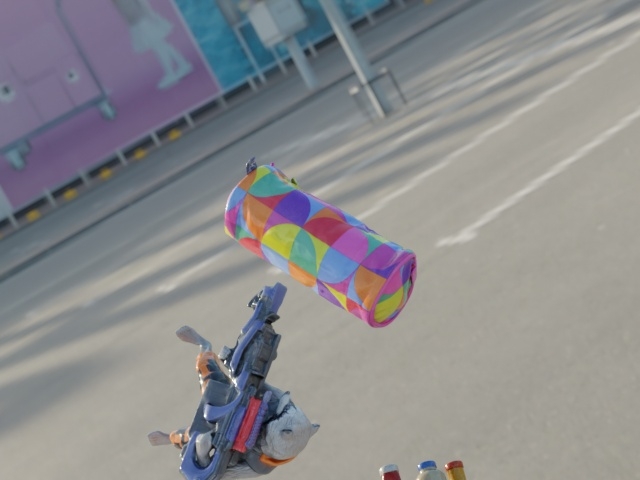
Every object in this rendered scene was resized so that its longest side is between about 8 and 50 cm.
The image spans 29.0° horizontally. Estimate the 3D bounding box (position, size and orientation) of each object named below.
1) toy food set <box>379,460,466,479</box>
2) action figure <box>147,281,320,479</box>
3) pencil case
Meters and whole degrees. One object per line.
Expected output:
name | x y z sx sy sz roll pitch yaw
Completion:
toy food set | 0.085 0.341 1.544 0.232 0.105 0.111 -14 -29 0
action figure | -0.115 0.234 1.915 0.330 0.178 0.341 19 81 50
pencil case | 0.000 0.000 1.377 0.104 0.236 0.104 -42 -28 -28
